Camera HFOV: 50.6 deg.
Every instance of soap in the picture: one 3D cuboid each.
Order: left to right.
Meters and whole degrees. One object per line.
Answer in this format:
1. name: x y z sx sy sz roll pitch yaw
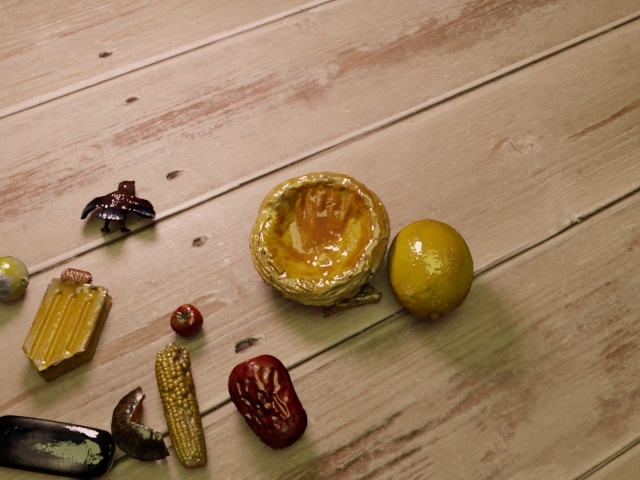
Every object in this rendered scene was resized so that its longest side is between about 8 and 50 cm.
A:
1. soap: -0.657 0.234 1.746 0.160 0.080 0.257 10 61 4

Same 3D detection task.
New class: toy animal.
1. toy animal: -0.568 -0.110 1.924 0.218 0.116 0.179 0 61 4

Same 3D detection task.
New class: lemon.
1. lemon: 0.292 0.073 1.806 0.236 0.236 0.263 -16 82 -12

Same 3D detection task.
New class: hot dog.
1. hot dog: -0.663 0.103 1.844 0.083 0.035 0.058 11 60 3

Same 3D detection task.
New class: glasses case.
1. glasses case: -0.643 0.490 1.605 0.314 0.075 0.122 8 62 1

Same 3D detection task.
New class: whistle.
1. whistle: -0.870 0.100 1.793 0.223 0.123 0.123 5 60 16

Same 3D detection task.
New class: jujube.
1. jujube: -0.126 0.390 1.650 0.155 0.155 0.230 -29 67 -18

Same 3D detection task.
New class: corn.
1. corn: -0.343 0.400 1.665 0.097 0.097 0.320 -14 64 -11

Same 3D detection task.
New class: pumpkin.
1. pumpkin: -0.440 0.450 1.614 0.107 0.119 0.183 -21 59 -27

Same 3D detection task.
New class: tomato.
1. tomato: -0.349 0.214 1.780 0.087 0.075 0.087 -5 65 11

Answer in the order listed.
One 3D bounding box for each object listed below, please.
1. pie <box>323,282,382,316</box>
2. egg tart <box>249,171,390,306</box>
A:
1. pie: 0.083 0.150 1.862 0.170 0.034 0.092 -13 64 -4
2. egg tart: 0.000 0.000 1.839 0.387 0.169 0.388 -2 74 7
